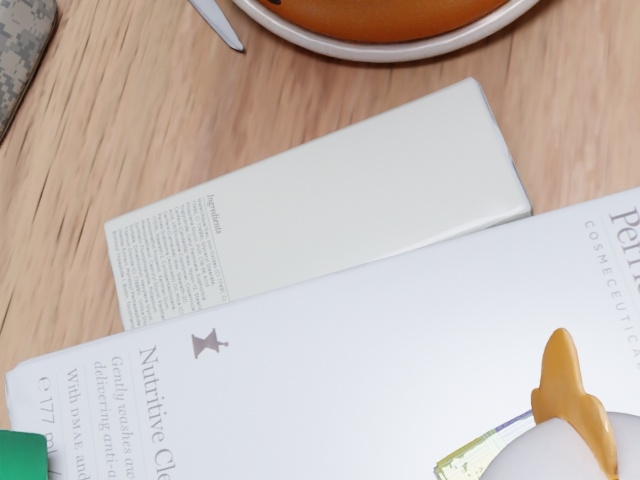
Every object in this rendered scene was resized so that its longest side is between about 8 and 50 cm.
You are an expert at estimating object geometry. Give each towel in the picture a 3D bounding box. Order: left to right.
[{"bbox_3d":[0.101,0.113,0.455,0.083,0.009,0.060,-31,64,0],"label":"towel"}]

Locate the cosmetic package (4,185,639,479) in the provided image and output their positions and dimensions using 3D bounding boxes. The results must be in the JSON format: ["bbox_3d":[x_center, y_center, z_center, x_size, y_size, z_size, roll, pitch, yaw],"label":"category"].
[{"bbox_3d":[0.036,0.136,0.552,0.385,0.156,0.217,-19,65,8],"label":"cosmetic package"}]

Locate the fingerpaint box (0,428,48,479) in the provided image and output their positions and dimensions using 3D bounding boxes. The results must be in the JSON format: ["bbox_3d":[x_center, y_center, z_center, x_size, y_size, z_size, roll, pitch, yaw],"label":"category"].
[{"bbox_3d":[-0.290,0.352,0.469,0.371,0.163,0.445,-29,58,35],"label":"fingerpaint box"}]

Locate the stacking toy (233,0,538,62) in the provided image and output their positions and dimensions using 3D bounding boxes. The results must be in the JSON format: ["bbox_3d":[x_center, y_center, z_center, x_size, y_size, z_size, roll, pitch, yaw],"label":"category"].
[{"bbox_3d":[0.001,-0.287,0.528,0.350,0.480,0.350,2,97,14],"label":"stacking toy"}]

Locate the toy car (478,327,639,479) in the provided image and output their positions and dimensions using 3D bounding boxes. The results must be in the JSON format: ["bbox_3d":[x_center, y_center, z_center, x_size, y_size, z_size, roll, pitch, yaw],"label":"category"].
[{"bbox_3d":[0.119,0.148,0.339,0.219,0.210,0.238,-18,85,-3],"label":"toy car"}]

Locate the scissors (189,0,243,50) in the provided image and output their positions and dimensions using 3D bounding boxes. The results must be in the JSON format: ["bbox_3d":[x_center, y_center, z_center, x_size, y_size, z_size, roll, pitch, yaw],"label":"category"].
[{"bbox_3d":[-0.140,-0.273,0.855,0.297,0.021,0.109,37,79,27],"label":"scissors"}]

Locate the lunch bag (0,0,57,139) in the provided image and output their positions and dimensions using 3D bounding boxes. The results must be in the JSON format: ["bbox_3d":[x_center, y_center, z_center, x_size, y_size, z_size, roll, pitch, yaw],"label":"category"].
[{"bbox_3d":[-0.416,-0.205,0.772,0.305,0.256,0.212,15,72,21],"label":"lunch bag"}]

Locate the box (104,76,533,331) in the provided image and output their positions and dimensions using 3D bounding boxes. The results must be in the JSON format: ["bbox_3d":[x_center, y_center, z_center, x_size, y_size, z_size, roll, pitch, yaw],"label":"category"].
[{"bbox_3d":[0.000,0.000,0.657,0.275,0.094,0.113,-19,64,6],"label":"box"}]
